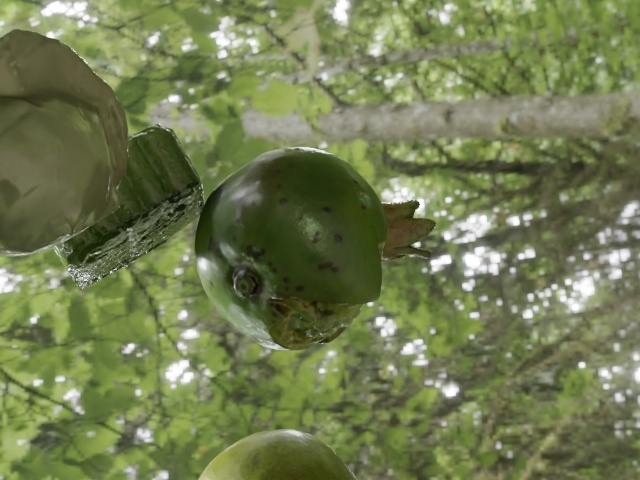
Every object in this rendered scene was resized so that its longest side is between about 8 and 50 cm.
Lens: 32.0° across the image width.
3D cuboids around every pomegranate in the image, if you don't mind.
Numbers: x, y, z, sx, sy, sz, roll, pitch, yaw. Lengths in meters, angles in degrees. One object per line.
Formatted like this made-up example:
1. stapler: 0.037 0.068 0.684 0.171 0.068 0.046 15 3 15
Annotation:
1. pomegranate: 0.000 0.000 1.302 0.301 0.236 0.236 -19 -82 -42

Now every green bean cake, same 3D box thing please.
1. green bean cake: -0.242 -0.041 1.372 0.200 0.214 0.113 -32 -97 -13

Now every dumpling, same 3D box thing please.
1. dumpling: -0.263 -0.083 0.955 0.258 0.147 0.193 -5 -81 -49

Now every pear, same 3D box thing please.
1. pear: -0.047 0.379 1.439 0.252 0.307 0.253 -5 -79 -24
